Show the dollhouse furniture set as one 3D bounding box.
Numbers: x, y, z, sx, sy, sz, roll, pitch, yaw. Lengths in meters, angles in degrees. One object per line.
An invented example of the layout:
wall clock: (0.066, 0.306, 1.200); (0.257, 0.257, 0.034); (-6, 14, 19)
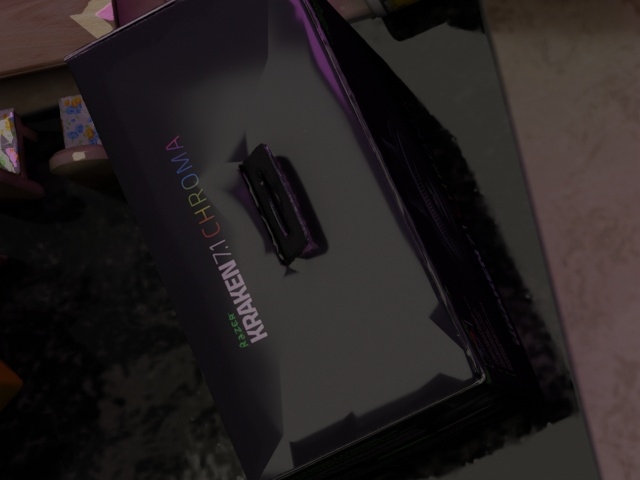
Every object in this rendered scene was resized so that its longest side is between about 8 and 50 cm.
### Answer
dollhouse furniture set: (-0.151, -0.151, 1.096); (0.242, 0.161, 0.212); (-11, 81, 12)

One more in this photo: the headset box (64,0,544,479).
headset box: (0.000, 0.000, 0.979); (0.131, 0.283, 0.246); (-26, 77, 9)

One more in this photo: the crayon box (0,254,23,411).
crayon box: (-0.311, 0.136, 1.078); (0.081, 0.202, 0.318); (43, 95, 14)

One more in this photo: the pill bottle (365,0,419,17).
pill bottle: (0.074, -0.188, 1.097); (0.116, 0.065, 0.065); (-24, 78, 10)
